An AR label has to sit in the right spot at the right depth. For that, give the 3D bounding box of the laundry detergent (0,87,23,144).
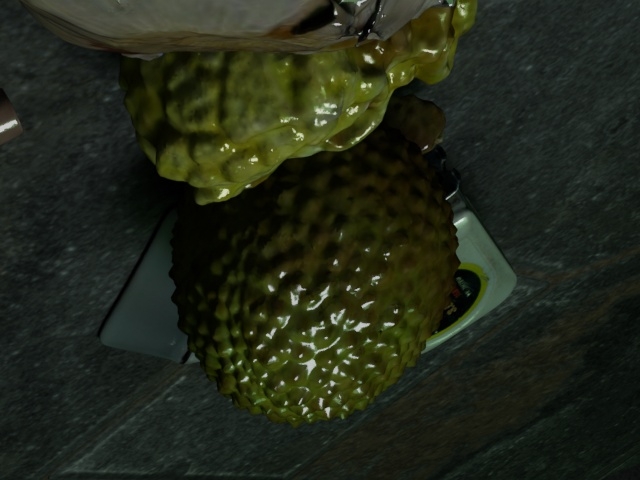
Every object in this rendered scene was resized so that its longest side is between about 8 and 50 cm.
[{"bbox_3d":[-0.338,-0.033,1.451,0.237,0.076,0.171,-26,157,-9],"label":"laundry detergent"}]

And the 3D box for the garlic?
[{"bbox_3d":[-0.072,-0.216,1.162,0.322,0.241,0.322,14,160,5],"label":"garlic"}]

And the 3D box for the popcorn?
[{"bbox_3d":[-0.015,-0.145,1.392,0.286,0.174,0.225,-29,-173,0],"label":"popcorn"}]

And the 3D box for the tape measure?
[{"bbox_3d":[0.083,0.021,1.968,0.207,0.115,0.235,-31,148,6],"label":"tape measure"}]

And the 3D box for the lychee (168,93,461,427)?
[{"bbox_3d":[-0.003,0.009,1.659,0.270,0.320,0.270,-5,145,-4],"label":"lychee"}]

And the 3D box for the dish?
[{"bbox_3d":[-0.096,0.049,1.864,0.182,0.080,0.243,-12,152,-33],"label":"dish"}]
